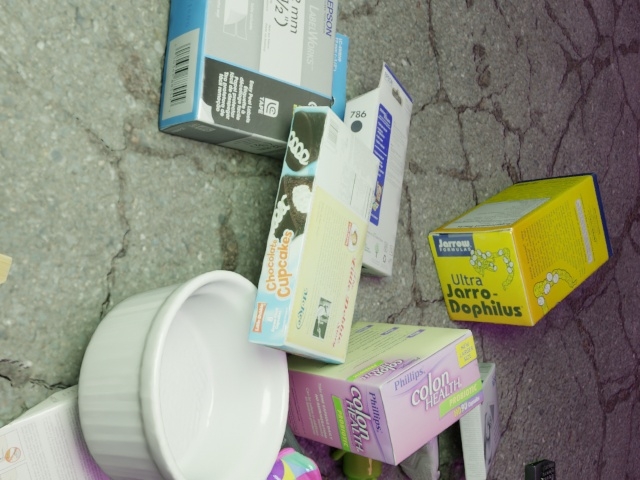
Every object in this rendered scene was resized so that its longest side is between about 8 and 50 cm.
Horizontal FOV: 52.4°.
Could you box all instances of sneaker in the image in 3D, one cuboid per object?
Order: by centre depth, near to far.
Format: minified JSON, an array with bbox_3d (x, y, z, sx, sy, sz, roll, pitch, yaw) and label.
[{"bbox_3d":[0.199,0.302,1.191,0.153,0.101,0.269,-22,102,-41],"label":"sneaker"}]

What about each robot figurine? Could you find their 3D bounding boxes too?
[{"bbox_3d":[0.071,0.357,1.099,0.101,0.067,0.115,4,85,-33],"label":"robot figurine"}]

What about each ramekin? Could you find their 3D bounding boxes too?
[{"bbox_3d":[-0.163,0.181,0.806,0.277,0.135,0.277,28,58,-59],"label":"ramekin"}]

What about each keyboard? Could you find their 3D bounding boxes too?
[{"bbox_3d":[0.488,0.668,1.476,0.201,0.033,0.317,4,84,-41],"label":"keyboard"}]

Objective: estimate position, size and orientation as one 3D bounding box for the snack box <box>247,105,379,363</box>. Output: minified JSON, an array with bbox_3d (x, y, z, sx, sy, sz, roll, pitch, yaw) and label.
[{"bbox_3d":[0.000,0.000,0.909,0.187,0.060,0.322,33,65,-58],"label":"snack box"}]

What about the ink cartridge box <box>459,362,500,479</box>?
[{"bbox_3d":[0.316,0.375,1.270,0.223,0.045,0.224,-14,100,-67],"label":"ink cartridge box"}]

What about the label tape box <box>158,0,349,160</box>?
[{"bbox_3d":[-0.057,-0.257,0.987,0.347,0.115,0.249,8,83,-39],"label":"label tape box"}]

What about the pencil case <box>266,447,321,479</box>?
[{"bbox_3d":[-0.108,0.353,0.859,0.236,0.104,0.105,-10,94,-43],"label":"pencil case"}]

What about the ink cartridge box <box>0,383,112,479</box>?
[{"bbox_3d":[-0.316,0.281,0.778,0.224,0.056,0.181,-18,100,-35],"label":"ink cartridge box"}]

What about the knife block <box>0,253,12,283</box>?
[{"bbox_3d":[-0.481,-0.007,0.616,0.275,0.088,0.242,-33,110,-37],"label":"knife block"}]

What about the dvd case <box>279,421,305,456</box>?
[{"bbox_3d":[-0.102,0.391,0.935,0.238,0.029,0.179,-28,92,-41],"label":"dvd case"}]

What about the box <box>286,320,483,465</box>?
[{"bbox_3d":[0.084,0.220,1.001,0.213,0.243,0.117,-19,100,-41],"label":"box"}]

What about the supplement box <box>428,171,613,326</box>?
[{"bbox_3d":[0.420,0.011,1.339,0.356,0.194,0.195,-26,105,-39],"label":"supplement box"}]

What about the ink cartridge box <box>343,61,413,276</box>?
[{"bbox_3d":[0.089,-0.114,1.106,0.165,0.065,0.333,28,69,-61],"label":"ink cartridge box"}]
